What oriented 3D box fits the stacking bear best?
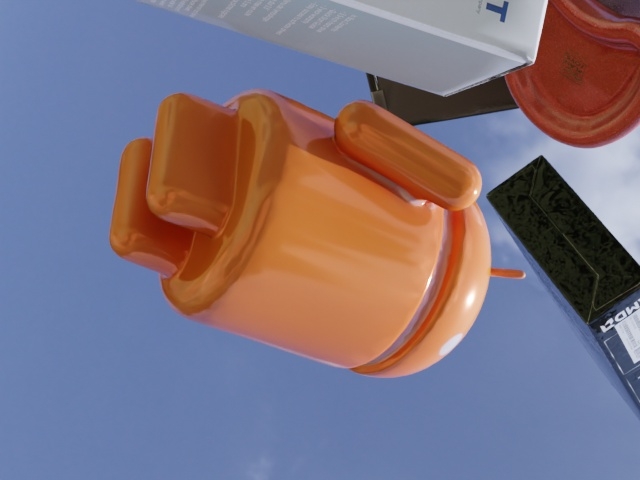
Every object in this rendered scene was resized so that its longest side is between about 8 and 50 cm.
[{"bbox_3d":[0.321,-0.221,0.998,0.289,0.164,0.175,-35,-119,-29],"label":"stacking bear"}]

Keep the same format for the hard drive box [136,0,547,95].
[{"bbox_3d":[-0.016,-0.180,0.419,0.089,0.232,0.181,175,-73,-72],"label":"hard drive box"}]

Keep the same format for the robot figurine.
[{"bbox_3d":[0.001,0.000,0.556,0.158,0.219,0.128,-63,-152,11],"label":"robot figurine"}]

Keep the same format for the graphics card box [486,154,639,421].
[{"bbox_3d":[0.353,0.082,1.300,0.094,0.371,0.233,-36,-133,7],"label":"graphics card box"}]

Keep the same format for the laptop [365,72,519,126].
[{"bbox_3d":[0.155,-0.365,1.434,0.236,0.408,0.382,-12,-80,12],"label":"laptop"}]
